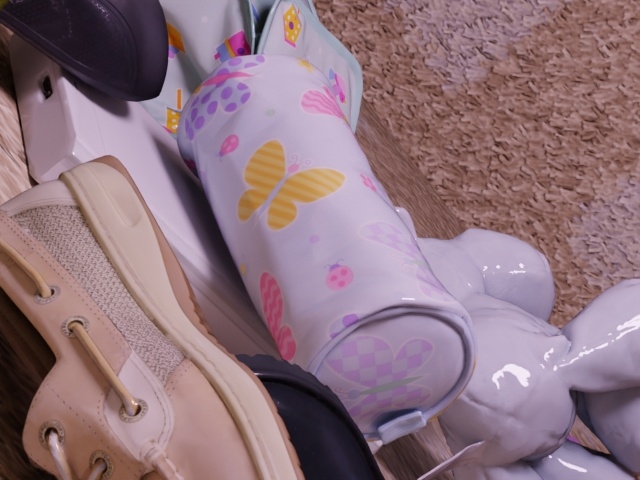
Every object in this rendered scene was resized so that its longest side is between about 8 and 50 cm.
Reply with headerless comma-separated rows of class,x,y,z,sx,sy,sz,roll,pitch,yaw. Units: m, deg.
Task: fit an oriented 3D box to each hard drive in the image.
hard drive,-0.083,0.000,1.288,0.307,0.040,0.203,45,12,-31

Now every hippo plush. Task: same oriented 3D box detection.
hippo plush,0.115,0.110,1.484,0.294,0.234,0.236,-9,28,-31

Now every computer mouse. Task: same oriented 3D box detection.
computer mouse,-0.189,-0.181,1.201,0.272,0.072,0.188,31,17,-31

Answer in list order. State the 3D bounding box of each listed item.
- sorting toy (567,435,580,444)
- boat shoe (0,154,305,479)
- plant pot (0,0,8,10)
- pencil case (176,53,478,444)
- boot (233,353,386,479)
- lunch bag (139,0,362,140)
sorting toy,0.229,0.299,1.555,0.365,0.127,0.126,-115,-167,-61
boat shoe,-0.079,0.086,0.848,0.109,0.098,0.302,87,-23,-49
plant pot,-0.193,-0.278,0.864,0.366,0.353,0.366,50,10,-12
pencil case,0.000,0.000,1.214,0.124,0.113,0.273,54,6,-47
boot,0.025,0.185,0.952,0.246,0.094,0.207,51,4,-43
lunch bag,-0.073,-0.150,1.537,0.262,0.160,0.223,68,12,21
